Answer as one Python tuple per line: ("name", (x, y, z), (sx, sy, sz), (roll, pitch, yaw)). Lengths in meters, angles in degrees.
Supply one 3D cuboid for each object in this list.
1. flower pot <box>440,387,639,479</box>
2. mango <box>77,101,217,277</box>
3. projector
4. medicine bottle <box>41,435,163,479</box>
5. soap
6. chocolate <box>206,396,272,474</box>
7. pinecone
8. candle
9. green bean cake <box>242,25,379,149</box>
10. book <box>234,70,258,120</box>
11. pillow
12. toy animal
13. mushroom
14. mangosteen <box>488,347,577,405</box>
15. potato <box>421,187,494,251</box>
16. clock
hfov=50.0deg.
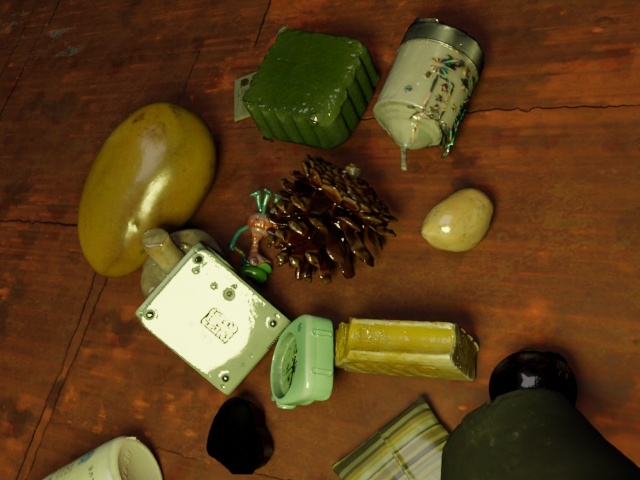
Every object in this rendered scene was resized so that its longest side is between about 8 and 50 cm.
("flower pot", (0.294, 0.374, 0.947), (0.379, 0.379, 0.251), (-30, 37, 12))
("mango", (-0.422, -0.121, 1.640), (0.300, 0.232, 0.446), (24, 86, 31))
("projector", (-0.211, 0.152, 1.377), (0.250, 0.108, 0.198), (42, 87, -3))
("medicine bottle", (-0.470, 0.523, 1.362), (0.293, 0.170, 0.170), (-32, 54, 12))
("soap", (0.132, 0.191, 1.213), (0.257, 0.160, 0.080), (-2, 66, 29))
("chocolate", (-0.148, 0.386, 1.317), (0.125, 0.080, 0.149), (-38, 60, 20))
("pinecone", (0.011, -0.031, 1.355), (0.264, 0.264, 0.264), (-13, 60, 23))
("candle", (0.206, -0.276, 1.401), (0.187, 0.187, 0.330), (14, 73, 33))
("green bean cake", (-0.019, -0.343, 1.571), (0.249, 0.156, 0.247), (17, 71, 25))
("book", (-0.134, -0.387, 1.748), (0.198, 0.016, 0.139), (-14, 59, 21))
("pillow", (0.152, 0.404, 1.156), (0.208, 0.052, 0.212), (-40, 56, 3))
("toy animal", (-0.145, -0.012, 1.506), (0.103, 0.100, 0.208), (12, 82, -8))
("mushroom", (-0.312, 0.055, 1.493), (0.207, 0.215, 0.207), (-12, 52, 16))
("mangosteen", (0.343, 0.229, 1.112), (0.137, 0.137, 0.151), (-10, 27, 24))
("potato", (0.262, -0.036, 1.299), (0.147, 0.112, 0.112), (-41, 53, -5))
("clock", (-0.044, 0.240, 1.305), (0.211, 0.066, 0.159), (138, 140, -55))
